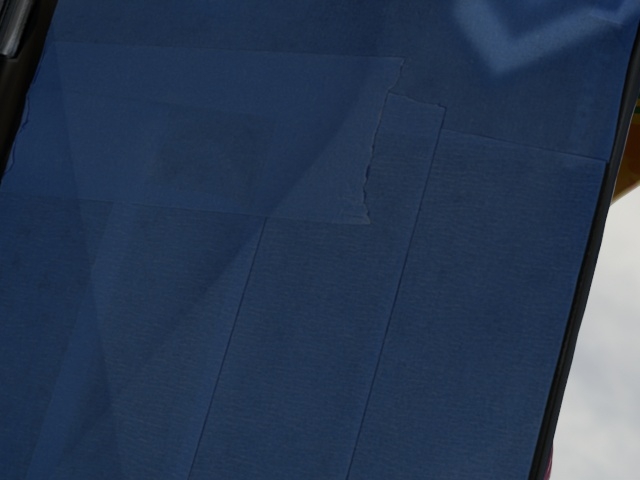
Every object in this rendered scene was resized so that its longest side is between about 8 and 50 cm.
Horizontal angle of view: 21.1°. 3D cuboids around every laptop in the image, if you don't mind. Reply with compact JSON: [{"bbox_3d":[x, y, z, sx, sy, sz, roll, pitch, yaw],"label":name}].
[{"bbox_3d":[-0.158,0.026,0.551,0.408,0.382,0.236,23,-15,-28],"label":"laptop"}]

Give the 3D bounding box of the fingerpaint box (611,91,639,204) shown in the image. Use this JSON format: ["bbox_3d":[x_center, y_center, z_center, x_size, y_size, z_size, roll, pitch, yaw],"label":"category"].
[{"bbox_3d":[0.280,-0.256,0.805,0.163,0.445,0.371,44,-21,-1],"label":"fingerpaint box"}]

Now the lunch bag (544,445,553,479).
[{"bbox_3d":[-0.041,0.064,0.911,0.120,0.293,0.258,104,-23,-53],"label":"lunch bag"}]
